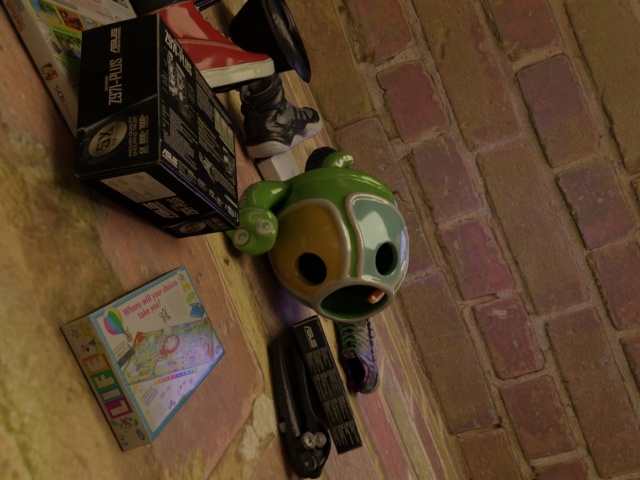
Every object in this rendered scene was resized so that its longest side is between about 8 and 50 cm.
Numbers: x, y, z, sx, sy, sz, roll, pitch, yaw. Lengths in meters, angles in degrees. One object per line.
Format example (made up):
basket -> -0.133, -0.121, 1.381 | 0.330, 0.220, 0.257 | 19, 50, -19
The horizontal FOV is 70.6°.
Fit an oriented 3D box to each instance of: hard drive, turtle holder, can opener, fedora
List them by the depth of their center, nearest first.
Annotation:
can opener -> -0.035, 0.221, 0.609 | 0.059, 0.073, 0.186 | 2, 57, -35
turtle holder -> 0.019, -0.004, 0.759 | 0.320, 0.243, 0.228 | 55, 18, -51
hard drive -> -0.041, -0.067, 1.093 | 0.233, 0.047, 0.353 | -88, 153, -64
fedora -> -0.147, -0.550, 1.214 | 0.334, 0.152, 0.334 | -22, 90, -79

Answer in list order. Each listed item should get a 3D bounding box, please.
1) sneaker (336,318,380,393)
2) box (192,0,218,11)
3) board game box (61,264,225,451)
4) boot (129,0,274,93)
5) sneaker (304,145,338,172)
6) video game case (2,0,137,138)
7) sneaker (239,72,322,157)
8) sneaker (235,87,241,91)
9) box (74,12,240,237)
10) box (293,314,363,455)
sneaker -> 0.078, 0.230, 1.019 | 0.098, 0.083, 0.224 | 35, 36, -61
box -> -0.232, -0.519, 0.802 | 0.247, 0.142, 0.163 | -81, 148, -66
board game box -> -0.141, 0.089, 0.395 | 0.154, 0.026, 0.104 | -50, 118, -77
boot -> -0.169, -0.318, 0.691 | 0.244, 0.088, 0.176 | -40, 114, -55
sneaker -> 0.030, -0.103, 1.170 | 0.130, 0.109, 0.287 | 64, 13, -76
video game case -> -0.240, -0.211, 0.494 | 0.227, 0.026, 0.206 | -67, 134, -75
sneaker -> -0.080, -0.282, 0.959 | 0.268, 0.101, 0.153 | -49, 132, -52
sneaker -> -0.190, -0.324, 0.893 | 0.135, 0.052, 0.058 | 29, 50, -61
box -> -0.152, -0.099, 0.457 | 0.180, 0.077, 0.148 | 54, 28, -72
box -> 0.009, 0.214, 0.720 | 0.184, 0.045, 0.191 | 101, -31, -80
